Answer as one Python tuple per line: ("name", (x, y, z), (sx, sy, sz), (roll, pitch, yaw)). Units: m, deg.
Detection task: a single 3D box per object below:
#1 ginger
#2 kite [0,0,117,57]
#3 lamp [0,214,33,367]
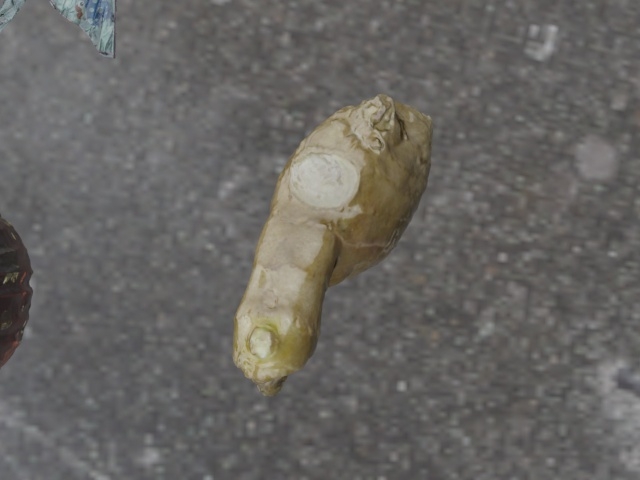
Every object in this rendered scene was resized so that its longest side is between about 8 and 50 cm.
("ginger", (0.001, 0.002, 0.977), (0.067, 0.096, 0.165), (26, 78, 12))
("kite", (-0.176, -0.159, 1.183), (0.157, 0.139, 0.011), (-46, 10, 15))
("lamp", (-0.308, 0.051, 1.286), (0.247, 0.247, 0.247), (-7, 80, 46))
